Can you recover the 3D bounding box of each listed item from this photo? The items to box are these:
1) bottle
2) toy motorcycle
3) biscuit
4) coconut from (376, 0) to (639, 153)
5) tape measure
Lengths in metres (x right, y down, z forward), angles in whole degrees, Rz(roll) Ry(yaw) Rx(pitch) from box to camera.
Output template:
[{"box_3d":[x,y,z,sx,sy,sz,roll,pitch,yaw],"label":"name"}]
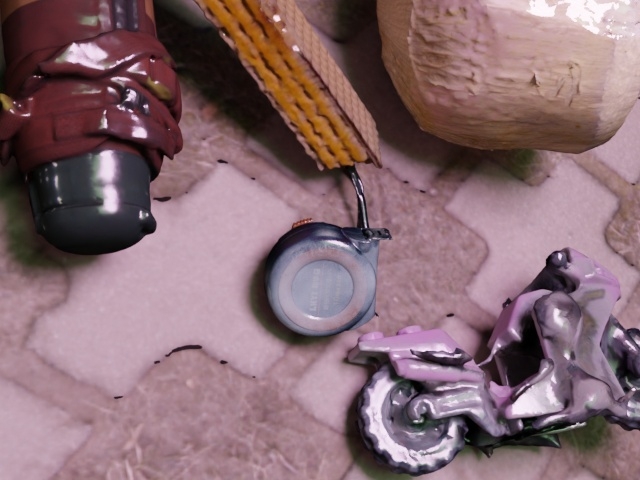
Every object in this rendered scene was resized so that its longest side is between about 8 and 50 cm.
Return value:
[{"box_3d":[-0.189,-0.124,0.714,0.156,0.143,0.271,-6,76,-5],"label":"bottle"},{"box_3d":[0.178,0.105,0.858,0.327,0.143,0.188,-6,67,-17],"label":"toy motorcycle"},{"box_3d":[-0.064,-0.207,0.779,0.379,0.054,0.094,51,23,-33],"label":"biscuit"},{"box_3d":[0.179,-0.228,0.884,0.254,0.297,0.297,14,63,5],"label":"coconut"},{"box_3d":[0.000,0.003,0.844,0.107,0.104,0.180,2,35,-7],"label":"tape measure"}]
